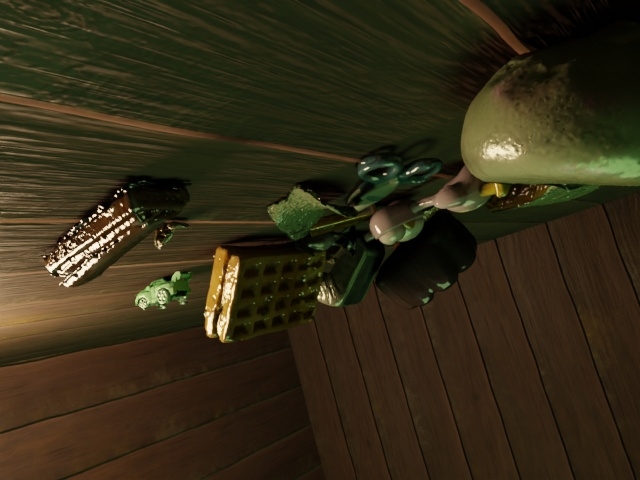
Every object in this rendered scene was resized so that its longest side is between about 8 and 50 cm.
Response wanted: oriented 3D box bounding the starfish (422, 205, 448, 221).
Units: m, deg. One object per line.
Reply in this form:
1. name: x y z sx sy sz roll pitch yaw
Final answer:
1. starfish: 0.271 -0.068 1.326 0.247 0.050 0.138 -22 178 -35

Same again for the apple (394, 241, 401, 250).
1. apple: 0.312 0.040 1.714 0.130 0.147 0.146 -4 171 5

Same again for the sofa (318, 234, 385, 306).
1. sofa: 0.059 0.069 1.522 0.176 0.226 0.210 29 -168 25

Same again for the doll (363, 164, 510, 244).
1. doll: 0.228 -0.071 1.072 0.365 0.094 0.160 -28 179 41

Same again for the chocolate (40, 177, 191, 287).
1. chocolate: -0.304 -0.001 0.748 0.102 0.065 0.329 -4 163 -47

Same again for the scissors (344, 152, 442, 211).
1. scissors: 0.099 -0.094 0.909 0.137 0.041 0.289 0 167 -17

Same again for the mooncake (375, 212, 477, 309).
1. mooncake: 0.304 0.064 1.490 0.306 0.154 0.306 -46 180 0

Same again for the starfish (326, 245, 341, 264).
1. starfish: -0.008 0.062 1.568 0.150 0.053 0.209 -29 162 26

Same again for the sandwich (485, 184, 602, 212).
1. sandwich: 0.561 -0.134 1.277 0.251 0.087 0.226 -9 168 -33

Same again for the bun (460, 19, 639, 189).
1. bun: 0.299 -0.149 0.578 0.283 0.179 0.283 1 -176 0

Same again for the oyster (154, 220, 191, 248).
1. oyster: -0.258 -0.010 0.868 0.093 0.034 0.051 -34 179 29

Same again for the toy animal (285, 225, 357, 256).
1. toy animal: 0.010 0.002 1.251 0.202 0.070 0.105 -9 -161 -29

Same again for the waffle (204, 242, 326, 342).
1. waffle: -0.118 0.113 1.236 0.098 0.224 0.327 23 -164 37

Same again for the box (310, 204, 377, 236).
1. box: 0.049 -0.044 1.174 0.156 0.022 0.089 -15 169 1

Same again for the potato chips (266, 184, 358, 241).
1. potato chips: -0.018 -0.048 0.948 0.167 0.059 0.228 -1 169 -31

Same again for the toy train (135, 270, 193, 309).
1. toy train: -0.401 0.131 1.330 0.149 0.081 0.099 -13 172 20
